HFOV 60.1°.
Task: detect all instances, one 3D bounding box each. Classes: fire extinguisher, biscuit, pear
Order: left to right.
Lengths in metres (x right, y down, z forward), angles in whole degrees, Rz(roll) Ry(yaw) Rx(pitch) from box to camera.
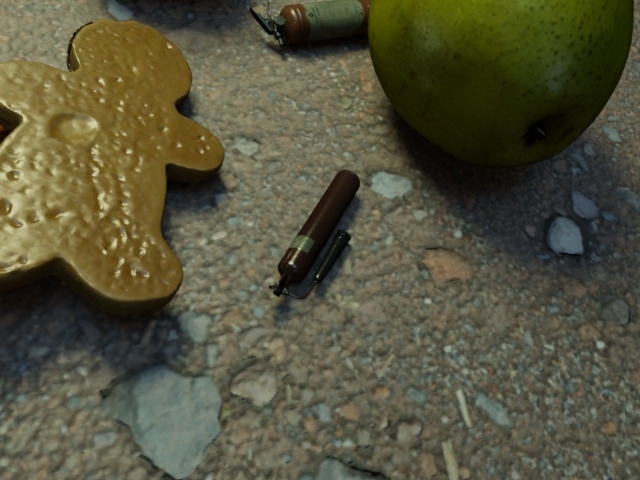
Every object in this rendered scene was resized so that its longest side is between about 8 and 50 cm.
[{"bbox_3d":[-0.199,-0.086,0.510,0.215,0.047,0.340,15,51,-24],"label":"biscuit"},{"bbox_3d":[0.000,0.000,0.550,0.049,0.035,0.173,54,51,-29],"label":"fire extinguisher"},{"bbox_3d":[0.000,-0.280,0.699,0.177,0.050,0.062,-17,85,-25],"label":"fire extinguisher"},{"bbox_3d":[0.190,-0.223,0.597,0.294,0.294,0.294,8,59,-13],"label":"pear"}]

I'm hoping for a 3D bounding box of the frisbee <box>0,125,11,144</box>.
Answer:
[{"bbox_3d":[-0.302,-0.042,0.477,0.191,0.035,0.192,8,58,-13],"label":"frisbee"}]
